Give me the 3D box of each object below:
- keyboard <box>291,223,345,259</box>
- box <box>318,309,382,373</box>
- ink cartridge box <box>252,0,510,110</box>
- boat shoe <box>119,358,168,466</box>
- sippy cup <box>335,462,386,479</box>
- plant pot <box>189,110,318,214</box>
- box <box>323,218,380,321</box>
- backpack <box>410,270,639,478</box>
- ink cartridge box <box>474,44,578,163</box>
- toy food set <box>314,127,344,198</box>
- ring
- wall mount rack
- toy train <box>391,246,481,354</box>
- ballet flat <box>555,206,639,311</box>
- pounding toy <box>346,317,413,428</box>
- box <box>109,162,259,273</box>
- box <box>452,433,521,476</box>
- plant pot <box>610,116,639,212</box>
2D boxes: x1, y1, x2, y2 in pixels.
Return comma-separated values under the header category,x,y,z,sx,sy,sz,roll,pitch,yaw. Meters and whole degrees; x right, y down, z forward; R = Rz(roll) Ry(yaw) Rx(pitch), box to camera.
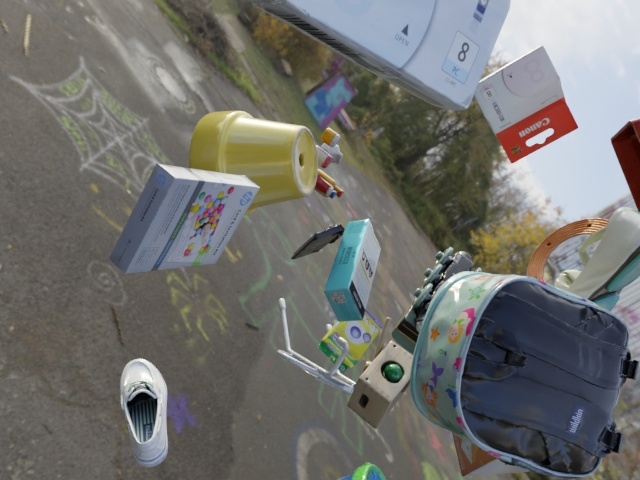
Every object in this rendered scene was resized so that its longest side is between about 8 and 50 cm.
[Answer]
category,x,y,z,sx,sy,sz,roll,pitch,yaw
keyboard,0.000,0.000,1.250,0.023,0.108,0.180,68,-25,9
box,0.079,0.255,1.410,0.105,0.043,0.179,46,54,-3
ink cartridge box,0.127,-0.384,0.605,0.308,0.385,0.091,14,13,-38
boat shoe,-0.316,0.289,0.964,0.226,0.083,0.076,-126,-150,-43
sippy cup,0.043,0.649,1.196,0.305,0.224,0.240,52,22,-48
plant pot,-0.143,-0.186,1.270,0.254,0.238,0.254,0,90,-70
box,0.079,0.064,1.232,0.244,0.060,0.101,-68,142,-48
backpack,0.234,0.154,0.666,0.253,0.225,0.191,23,-8,-28
ink cartridge box,0.511,-0.331,1.327,0.232,0.189,0.066,59,19,-7
toy food set,0.022,-0.190,1.455,0.104,0.111,0.232,37,-30,9
ring,0.809,0.076,1.677,0.032,0.336,0.337,37,20,-25
wall mount rack,0.019,0.287,1.375,0.350,0.131,0.304,36,-10,-38
toy train,0.314,0.159,1.441,0.142,0.190,0.334,36,44,6
ballet flat,0.607,0.085,1.183,0.400,0.139,0.139,105,-29,-45
pounding toy,0.116,0.248,1.001,0.100,0.141,0.130,35,50,19
box,-0.179,-0.028,0.730,0.038,0.145,0.186,38,17,19
box,0.411,0.360,1.145,0.345,0.168,0.215,100,-14,-56
plant pot,0.835,-0.169,1.183,0.267,0.235,0.268,-4,73,-70
